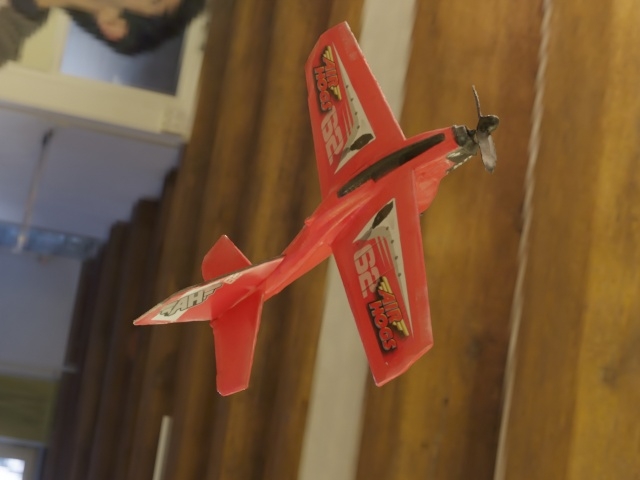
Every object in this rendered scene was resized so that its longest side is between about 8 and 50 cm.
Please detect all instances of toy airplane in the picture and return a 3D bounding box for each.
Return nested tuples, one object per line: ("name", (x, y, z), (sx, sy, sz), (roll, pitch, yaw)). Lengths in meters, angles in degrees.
("toy airplane", (0.000, 0.000, 0.472), (0.151, 0.028, 0.151), (-22, -129, 31))
